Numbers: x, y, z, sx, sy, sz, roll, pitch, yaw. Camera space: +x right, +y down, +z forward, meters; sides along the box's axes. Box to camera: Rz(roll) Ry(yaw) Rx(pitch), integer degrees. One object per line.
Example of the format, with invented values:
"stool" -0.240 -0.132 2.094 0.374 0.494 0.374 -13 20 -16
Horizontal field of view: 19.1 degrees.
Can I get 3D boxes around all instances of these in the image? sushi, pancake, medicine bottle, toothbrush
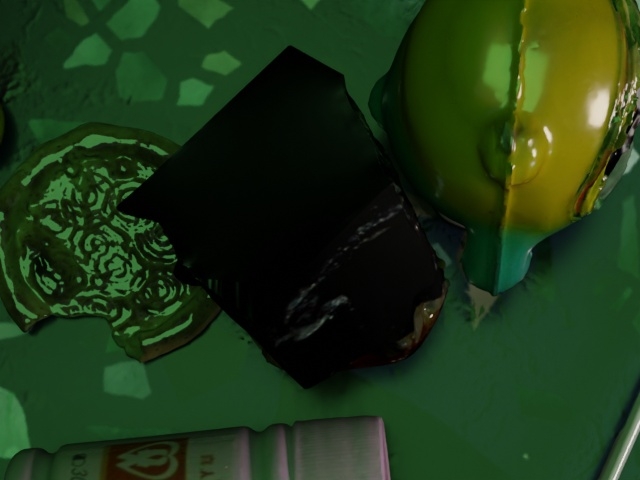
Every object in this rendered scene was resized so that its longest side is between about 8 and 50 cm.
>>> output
"sushi" 0.001 0.000 1.618 0.215 0.212 0.227 -45 42 -9
"pancake" -0.188 0.000 1.719 0.235 0.029 0.212 8 82 2
"medicine bottle" -0.094 0.258 1.593 0.316 0.202 0.202 -7 82 2
"toothbrush" 0.302 0.072 1.673 0.040 0.040 0.386 25 79 6

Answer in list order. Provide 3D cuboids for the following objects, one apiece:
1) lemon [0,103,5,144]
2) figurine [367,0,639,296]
"lemon" -0.317 -0.101 1.720 0.065 0.065 0.092 10 86 4
"figurine" 0.153 -0.120 1.561 0.231 0.340 0.323 4 81 3
